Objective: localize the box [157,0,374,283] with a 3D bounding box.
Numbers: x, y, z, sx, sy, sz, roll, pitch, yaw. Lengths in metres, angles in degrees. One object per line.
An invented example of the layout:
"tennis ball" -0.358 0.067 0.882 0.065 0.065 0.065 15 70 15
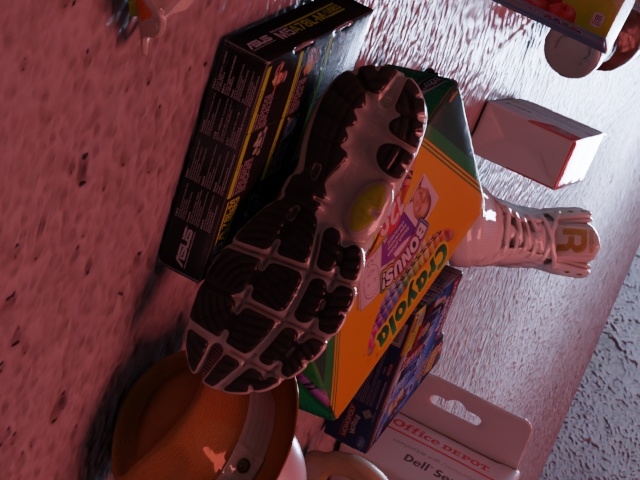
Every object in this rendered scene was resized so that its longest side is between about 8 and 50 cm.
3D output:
"box" -0.040 -0.082 1.349 0.184 0.045 0.191 -33 148 -56

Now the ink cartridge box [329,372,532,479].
"ink cartridge box" 0.110 0.341 2.191 0.119 0.207 0.353 -44 154 -53

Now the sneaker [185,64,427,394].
"sneaker" 0.000 0.000 1.353 0.279 0.107 0.118 -57 174 -6

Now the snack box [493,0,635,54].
"snack box" 0.225 -0.299 1.589 0.207 0.174 0.070 -63 167 -3

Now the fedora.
"fedora" -0.106 0.149 1.382 0.079 0.194 0.194 38 77 -36

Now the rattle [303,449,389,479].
"rattle" 0.043 0.318 1.959 0.130 0.199 0.143 -65 164 8

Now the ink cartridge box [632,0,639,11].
"ink cartridge box" 0.336 -0.365 1.838 0.233 0.171 0.168 -64 164 6

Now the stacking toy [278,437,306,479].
"stacking toy" -0.101 0.363 1.514 0.350 0.350 0.480 -19 118 -68

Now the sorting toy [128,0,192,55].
"sorting toy" -0.093 -0.150 1.082 0.083 0.045 0.075 -54 169 -30

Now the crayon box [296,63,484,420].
"crayon box" 0.036 -0.001 1.571 0.278 0.081 0.165 -53 146 -29

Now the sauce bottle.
"sauce bottle" 0.360 -0.271 2.181 0.344 0.111 0.111 -32 145 -59

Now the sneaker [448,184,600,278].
"sneaker" 0.238 -0.014 2.058 0.292 0.169 0.108 8 85 -77

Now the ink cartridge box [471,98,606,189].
"ink cartridge box" 0.260 -0.116 2.097 0.067 0.115 0.198 -68 163 14

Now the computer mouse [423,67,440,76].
"computer mouse" 0.073 -0.040 1.734 0.262 0.060 0.184 -56 163 -25

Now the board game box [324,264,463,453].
"board game box" 0.094 0.120 2.060 0.194 0.060 0.194 -37 150 -59
